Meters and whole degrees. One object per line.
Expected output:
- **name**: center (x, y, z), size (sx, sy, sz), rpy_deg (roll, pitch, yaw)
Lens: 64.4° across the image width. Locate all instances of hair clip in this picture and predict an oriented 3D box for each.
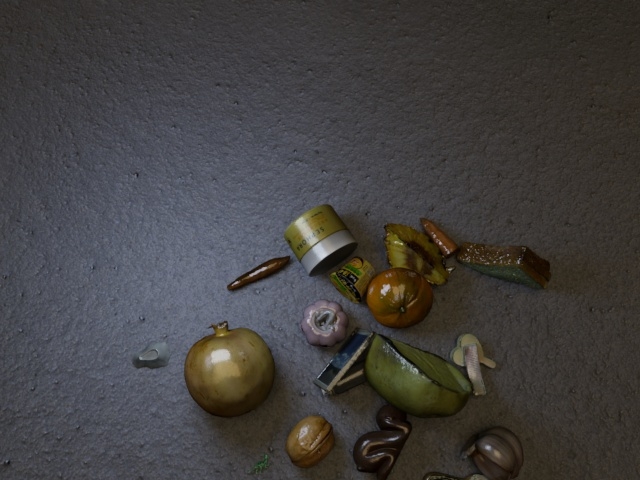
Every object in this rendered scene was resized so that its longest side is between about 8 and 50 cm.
- **hair clip**: center (0.553, 0.441, 1.824), size (0.159, 0.071, 0.219), rpy_deg (-8, 78, -10)

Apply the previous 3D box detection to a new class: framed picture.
- **framed picture**: center (0.082, 0.411, 1.766), size (0.023, 0.189, 0.260), rpy_deg (43, 76, -6)

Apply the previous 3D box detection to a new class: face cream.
- **face cream**: center (0.000, 0.000, 1.877), size (0.218, 0.218, 0.179), rpy_deg (-31, 74, -11)
- **face cream**: center (0.134, 0.472, 1.802), size (0.283, 0.073, 0.073), rpy_deg (-23, 74, -9)

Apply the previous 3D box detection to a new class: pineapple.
- **pineapple**: center (0.360, 0.063, 1.926), size (0.334, 0.158, 0.161), rpy_deg (35, 36, 5)

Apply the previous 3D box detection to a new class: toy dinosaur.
- **toy dinosaur**: center (-0.209, 0.761, 1.730), size (0.083, 0.021, 0.062), rpy_deg (6, 65, -3)

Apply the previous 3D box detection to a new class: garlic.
- **garlic**: center (0.553, 0.740, 1.678), size (0.207, 0.207, 0.257), rpy_deg (14, 70, 4)

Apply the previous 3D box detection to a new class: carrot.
- **carrot**: center (0.452, -0.019, 1.973), size (0.072, 0.072, 0.205), rpy_deg (-30, 61, -10)

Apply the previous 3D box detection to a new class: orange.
- **orange**: center (0.285, 0.210, 1.817), size (0.240, 0.171, 0.240), rpy_deg (-2, 110, -5)

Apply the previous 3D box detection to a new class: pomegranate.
- **pomegranate**: center (-0.306, 0.425, 1.699), size (0.319, 0.319, 0.319), rpy_deg (0, 72, -1)

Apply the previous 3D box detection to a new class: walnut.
- **walnut**: center (-0.034, 0.670, 1.703), size (0.180, 0.144, 0.144), rpy_deg (-34, 76, -16)

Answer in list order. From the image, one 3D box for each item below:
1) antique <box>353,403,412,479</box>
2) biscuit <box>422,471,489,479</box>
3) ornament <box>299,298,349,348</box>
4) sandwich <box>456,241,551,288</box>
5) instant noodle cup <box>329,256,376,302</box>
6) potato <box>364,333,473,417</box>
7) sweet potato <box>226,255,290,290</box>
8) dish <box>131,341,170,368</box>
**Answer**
- **antique**: center (0.212, 0.673, 1.720), size (0.143, 0.121, 0.257), rpy_deg (30, 81, 17)
- **biscuit**: center (0.447, 0.901, 1.678), size (0.343, 0.057, 0.287), rpy_deg (-26, 74, -10)
- **ornament**: center (0.014, 0.296, 1.812), size (0.177, 0.177, 0.178), rpy_deg (0, 72, -1)
- **sandwich**: center (0.698, 0.095, 1.916), size (0.254, 0.288, 0.100), rpy_deg (27, 76, -39)
- **instant noodle cup**: center (0.128, 0.141, 1.881), size (0.151, 0.151, 0.122), rpy_deg (43, 66, 12)
- **potato**: center (0.324, 0.496, 1.667), size (0.330, 0.280, 0.213), rpy_deg (23, 99, -25)
- **sweet potato**: center (-0.231, 0.122, 1.920), size (0.264, 0.057, 0.057), rpy_deg (-28, 75, -6)
- **dish**: center (-0.613, 0.415, 1.824), size (0.137, 0.039, 0.091), rpy_deg (-12, 73, -7)
